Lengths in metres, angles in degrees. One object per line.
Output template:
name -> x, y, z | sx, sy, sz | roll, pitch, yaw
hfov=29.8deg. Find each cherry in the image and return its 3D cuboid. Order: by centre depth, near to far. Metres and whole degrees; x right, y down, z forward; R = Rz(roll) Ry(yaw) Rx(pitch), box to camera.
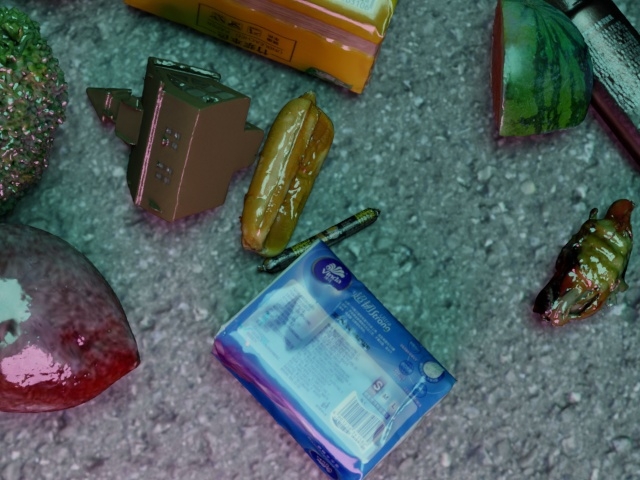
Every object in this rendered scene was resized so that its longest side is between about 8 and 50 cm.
cherry -> -0.369, 0.105, 1.506 | 0.300, 0.203, 0.230 | 24, 67, -11

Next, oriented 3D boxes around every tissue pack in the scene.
tissue pack -> 0.014, 0.167, 1.573 | 0.263, 0.146, 0.198 | 45, 71, 7
tissue pack -> -0.058, -0.423, 1.690 | 0.381, 0.228, 0.293 | 21, 73, -3

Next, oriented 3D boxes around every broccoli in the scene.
broccoli -> -0.474, -0.143, 1.551 | 0.302, 0.249, 0.375 | 44, 108, 33

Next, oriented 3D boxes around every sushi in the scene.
sushi -> 0.389, 0.040, 1.695 | 0.097, 0.103, 0.226 | 27, 73, 28

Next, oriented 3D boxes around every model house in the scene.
model house -> -0.221, -0.165, 1.653 | 0.248, 0.181, 0.176 | 30, 27, 27

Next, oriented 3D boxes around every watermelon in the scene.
watermelon -> 0.325, -0.259, 1.733 | 0.146, 0.128, 0.231 | 3, 89, 0

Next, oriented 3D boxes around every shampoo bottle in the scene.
shampoo bottle -> 0.433, -0.260, 1.792 | 0.129, 0.084, 0.323 | -36, 81, -7

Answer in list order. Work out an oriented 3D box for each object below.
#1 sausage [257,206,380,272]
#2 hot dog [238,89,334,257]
sausage -> 0.000, 0.000, 1.683 | 0.198, 0.025, 0.028 | -25, 82, -15
hot dog -> -0.052, -0.096, 1.674 | 0.076, 0.102, 0.249 | 9, 71, 39
